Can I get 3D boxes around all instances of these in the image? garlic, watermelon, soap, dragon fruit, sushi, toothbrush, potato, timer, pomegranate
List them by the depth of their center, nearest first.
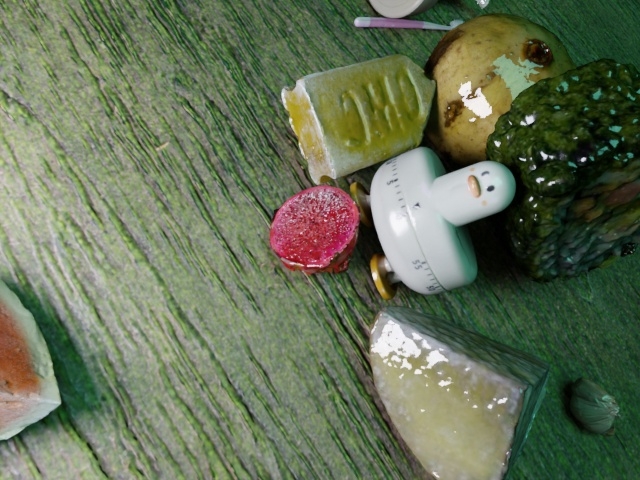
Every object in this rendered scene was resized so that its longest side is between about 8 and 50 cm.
[{"bbox_3d":[-0.437,0.140,0.536,0.260,0.176,0.256,37,69,-29],"label":"watermelon"},{"bbox_3d":[0.417,-0.093,0.770,0.294,0.352,0.178,-24,54,5],"label":"sushi"},{"bbox_3d":[0.186,-0.037,0.774,0.233,0.240,0.234,49,30,-41],"label":"timer"},{"bbox_3d":[0.199,0.237,0.776,0.264,0.211,0.190,26,103,26],"label":"potato"},{"bbox_3d":[0.000,0.000,0.791,0.153,0.111,0.153,-10,54,14],"label":"dragon fruit"},{"bbox_3d":[0.080,-0.207,0.808,0.257,0.080,0.160,-25,99,-29],"label":"soap"},{"bbox_3d":[0.480,0.294,0.864,0.074,0.094,0.113,-36,92,13],"label":"garlic"},{"bbox_3d":[0.315,-0.264,0.898,0.281,0.281,0.281,7,70,-18],"label":"pomegranate"},{"bbox_3d":[0.243,-0.561,1.054,0.266,0.175,0.175,-18,78,-40],"label":"timer"},{"bbox_3d":[0.199,-0.463,1.059,0.286,0.020,0.025,-8,66,-23],"label":"toothbrush"}]

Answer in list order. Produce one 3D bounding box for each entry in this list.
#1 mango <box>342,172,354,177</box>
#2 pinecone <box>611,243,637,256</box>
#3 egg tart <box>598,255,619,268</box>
[{"bbox_3d":[0.016,-0.197,0.864,0.102,0.085,0.184,-4,84,-24],"label":"mango"},{"bbox_3d":[0.545,-0.007,0.915,0.083,0.077,0.077,51,58,-32],"label":"pinecone"},{"bbox_3d":[0.517,-0.031,0.993,0.191,0.074,0.191,7,69,-17],"label":"egg tart"}]
